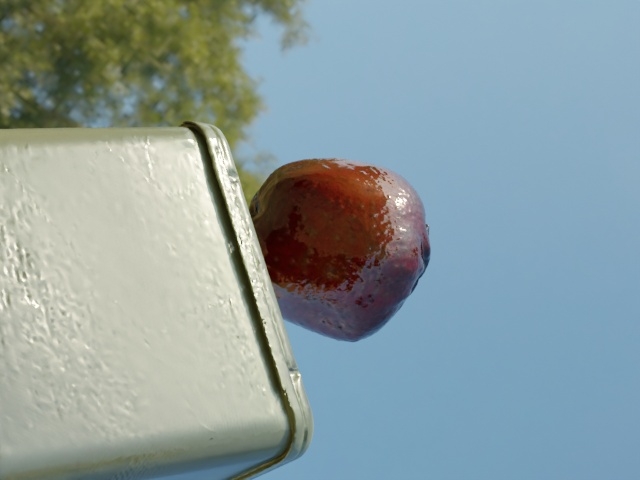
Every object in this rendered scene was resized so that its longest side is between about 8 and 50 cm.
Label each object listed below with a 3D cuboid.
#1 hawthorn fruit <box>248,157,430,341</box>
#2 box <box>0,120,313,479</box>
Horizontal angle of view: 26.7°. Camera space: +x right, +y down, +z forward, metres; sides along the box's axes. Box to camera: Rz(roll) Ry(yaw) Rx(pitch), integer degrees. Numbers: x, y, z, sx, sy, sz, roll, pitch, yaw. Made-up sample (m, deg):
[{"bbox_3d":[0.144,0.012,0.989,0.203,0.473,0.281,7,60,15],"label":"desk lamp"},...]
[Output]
[{"bbox_3d":[0.000,0.000,1.542,0.215,0.250,0.215,-160,-90,-87],"label":"hawthorn fruit"},{"bbox_3d":[-0.218,0.069,1.241,0.177,0.344,0.352,-31,-110,41],"label":"box"}]
